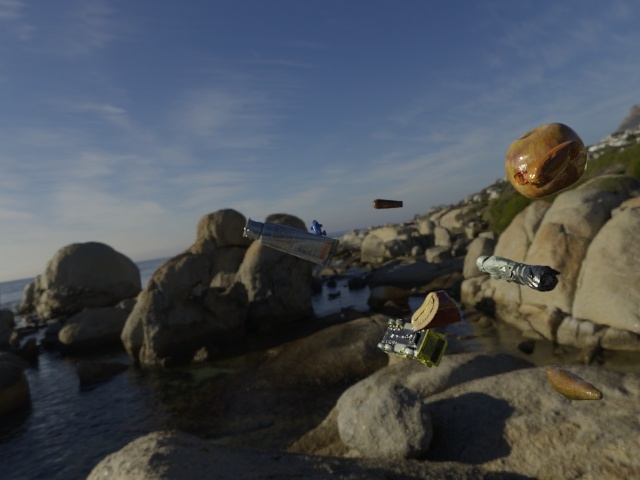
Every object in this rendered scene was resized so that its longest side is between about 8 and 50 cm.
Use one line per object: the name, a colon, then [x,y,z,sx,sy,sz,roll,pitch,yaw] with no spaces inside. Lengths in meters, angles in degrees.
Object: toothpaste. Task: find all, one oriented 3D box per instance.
toothpaste: [-0.074,0.002,1.149,0.234,0.089,0.057,18,33,-6]

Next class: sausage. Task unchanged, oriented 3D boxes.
sausage: [0.536,-0.179,1.056,0.183,0.062,0.054,-38,48,-16]

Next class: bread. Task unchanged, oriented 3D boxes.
bread: [0.378,0.223,1.462,0.192,0.119,0.067,-9,25,-28]

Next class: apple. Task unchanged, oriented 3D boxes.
apple: [0.634,-0.224,1.301,0.211,0.188,0.211,-28,3,1]

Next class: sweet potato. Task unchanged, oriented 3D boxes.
sweet potato: [0.691,0.403,1.263,0.077,0.077,0.243,-8,1,4]

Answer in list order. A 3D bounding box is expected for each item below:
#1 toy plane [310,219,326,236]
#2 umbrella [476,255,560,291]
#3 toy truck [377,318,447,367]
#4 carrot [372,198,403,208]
toy plane: [0.000,0.000,1.756,0.054,0.167,0.062,-17,-8,-8]
umbrella: [0.334,0.057,0.800,0.046,0.050,0.188,-10,7,-12]
toy truck: [0.325,0.362,1.598,0.157,0.124,0.272,31,-16,-15]
carrot: [0.205,-0.112,1.409,0.093,0.032,0.032,-1,1,-3]
